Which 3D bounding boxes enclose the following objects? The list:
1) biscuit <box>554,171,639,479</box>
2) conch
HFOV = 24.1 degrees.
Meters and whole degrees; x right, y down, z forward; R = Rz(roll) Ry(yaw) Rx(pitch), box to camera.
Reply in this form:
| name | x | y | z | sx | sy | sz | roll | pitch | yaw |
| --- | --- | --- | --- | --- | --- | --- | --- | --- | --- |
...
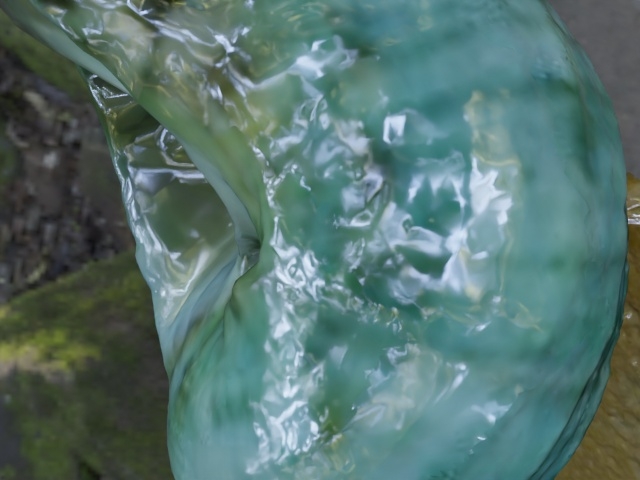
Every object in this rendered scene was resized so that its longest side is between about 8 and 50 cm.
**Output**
| name | x | y | z | sx | sy | sz | roll | pitch | yaw |
| --- | --- | --- | --- | --- | --- | --- | --- | --- | --- |
| biscuit | 0.140 | 0.070 | 0.544 | 0.226 | 0.042 | 0.226 | 38 | 145 | 33 |
| conch | 0.001 | -0.004 | 0.377 | 0.176 | 0.122 | 0.188 | 7 | 116 | 50 |
